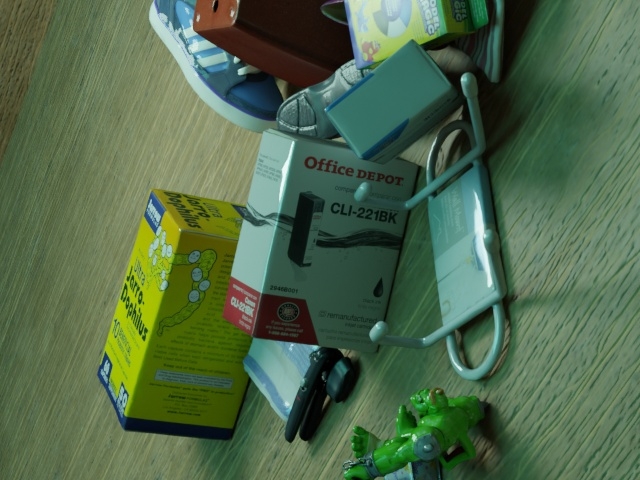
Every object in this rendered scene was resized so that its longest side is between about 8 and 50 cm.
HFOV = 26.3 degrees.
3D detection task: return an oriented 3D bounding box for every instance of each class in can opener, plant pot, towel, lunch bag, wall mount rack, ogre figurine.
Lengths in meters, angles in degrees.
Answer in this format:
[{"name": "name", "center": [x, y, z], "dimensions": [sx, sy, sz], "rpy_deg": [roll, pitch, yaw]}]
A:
[{"name": "can opener", "center": [-0.011, 0.224, 1.970], "dimensions": [0.186, 0.059, 0.073], "rpy_deg": [-61, 32, 33]}, {"name": "plant pot", "center": [-0.042, -0.378, 2.042], "dimensions": [0.267, 0.236, 0.267], "rpy_deg": [12, 92, 64]}, {"name": "towel", "center": [-0.041, 0.116, 2.099], "dimensions": [0.209, 0.034, 0.285], "rpy_deg": [45, 121, 58]}, {"name": "lunch bag", "center": [0.113, 0.294, 1.705], "dimensions": [0.071, 0.053, 0.083], "rpy_deg": [-30, 64, 59]}, {"name": "wall mount rack", "center": [0.156, -0.022, 1.639], "dimensions": [0.304, 0.130, 0.350], "rpy_deg": [-43, 45, 51]}, {"name": "ogre figurine", "center": [0.121, 0.227, 1.608], "dimensions": [0.118, 0.197, 0.097], "rpy_deg": [-22, 74, 38]}, {"name": "towel", "center": [0.183, -0.300, 1.733], "dimensions": [0.197, 0.029, 0.144], "rpy_deg": [-121, 21, -53]}]

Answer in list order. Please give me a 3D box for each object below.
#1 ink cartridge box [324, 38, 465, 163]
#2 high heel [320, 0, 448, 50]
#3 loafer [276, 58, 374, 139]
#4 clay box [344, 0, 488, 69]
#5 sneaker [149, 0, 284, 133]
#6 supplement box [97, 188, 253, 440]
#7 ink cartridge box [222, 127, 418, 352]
[{"name": "ink cartridge box", "center": [0.096, -0.167, 1.701], "dimensions": [0.139, 0.082, 0.191], "rpy_deg": [-38, -5, 9]}, {"name": "high heel", "center": [0.087, -0.297, 1.837], "dimensions": [0.244, 0.117, 0.082], "rpy_deg": [-123, 21, -57]}, {"name": "loafer", "center": [0.065, -0.198, 1.925], "dimensions": [0.302, 0.095, 0.109], "rpy_deg": [-13, 90, 46]}, {"name": "clay box", "center": [0.115, -0.301, 1.718], "dimensions": [0.222, 0.053, 0.127], "rpy_deg": [-15, 85, 56]}, {"name": "sneaker", "center": [-0.130, -0.355, 2.192], "dimensions": [0.323, 0.130, 0.236], "rpy_deg": [50, 129, 16]}, {"name": "supplement box", "center": [-0.216, 0.123, 2.266], "dimensions": [0.194, 0.195, 0.356], "rpy_deg": [46, 121, 59]}, {"name": "ink cartridge box", "center": [0.000, 0.000, 1.869], "dimensions": [0.114, 0.197, 0.273], "rpy_deg": [23, 102, 62]}]
